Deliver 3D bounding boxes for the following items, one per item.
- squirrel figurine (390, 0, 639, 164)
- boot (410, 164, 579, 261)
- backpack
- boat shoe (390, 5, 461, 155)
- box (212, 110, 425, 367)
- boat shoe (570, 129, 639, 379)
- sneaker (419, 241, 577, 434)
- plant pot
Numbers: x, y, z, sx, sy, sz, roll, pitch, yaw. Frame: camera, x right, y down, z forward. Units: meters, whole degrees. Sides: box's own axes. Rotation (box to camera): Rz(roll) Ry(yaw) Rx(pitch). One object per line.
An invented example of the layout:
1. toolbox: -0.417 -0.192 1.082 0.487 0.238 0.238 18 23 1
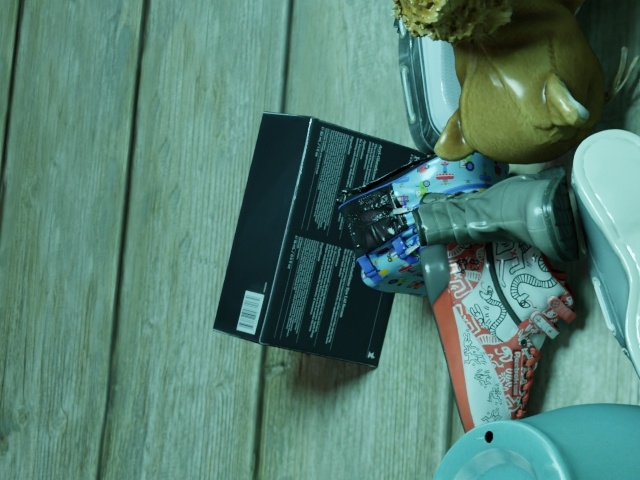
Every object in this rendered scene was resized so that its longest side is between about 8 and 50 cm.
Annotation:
1. squirrel figurine: 0.161 -0.269 1.902 0.281 0.397 0.370 -8 77 38
2. boot: 0.170 -0.015 1.851 0.161 0.246 0.083 -11 97 8
3. backpack: 0.131 -0.025 2.054 0.173 0.158 0.117 -28 66 28
4. boat shoe: 0.129 -0.258 2.141 0.119 0.121 0.335 -26 56 50
5. box: 0.000 0.000 2.164 0.103 0.184 0.261 11 87 52
6. boat shoe: 0.317 0.051 1.752 0.099 0.116 0.319 87 165 -65
7. sneaker: 0.206 0.119 1.959 0.145 0.090 0.270 -15 93 8
8. plant pot: 0.244 0.270 1.746 0.272 0.255 0.271 -19 65 45
